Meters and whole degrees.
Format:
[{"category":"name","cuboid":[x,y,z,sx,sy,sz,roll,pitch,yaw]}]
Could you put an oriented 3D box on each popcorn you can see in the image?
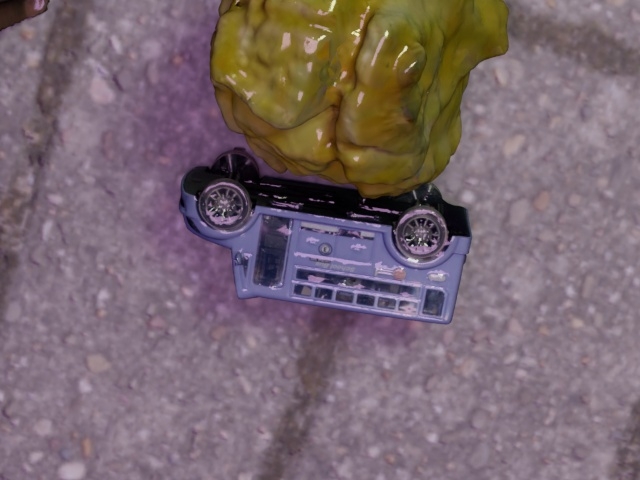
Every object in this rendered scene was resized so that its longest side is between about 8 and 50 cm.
[{"category":"popcorn","cuboid":[0.033,-0.121,0.921,0.168,0.173,0.195,35,77,-43]}]

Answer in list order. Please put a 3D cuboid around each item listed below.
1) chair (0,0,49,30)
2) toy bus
[{"category":"chair","cuboid":[-0.273,-0.149,0.835,0.183,0.326,0.175,-13,105,7]},{"category":"toy bus","cuboid":[0.000,0.000,0.989,0.167,0.073,0.076,9,107,0]}]
